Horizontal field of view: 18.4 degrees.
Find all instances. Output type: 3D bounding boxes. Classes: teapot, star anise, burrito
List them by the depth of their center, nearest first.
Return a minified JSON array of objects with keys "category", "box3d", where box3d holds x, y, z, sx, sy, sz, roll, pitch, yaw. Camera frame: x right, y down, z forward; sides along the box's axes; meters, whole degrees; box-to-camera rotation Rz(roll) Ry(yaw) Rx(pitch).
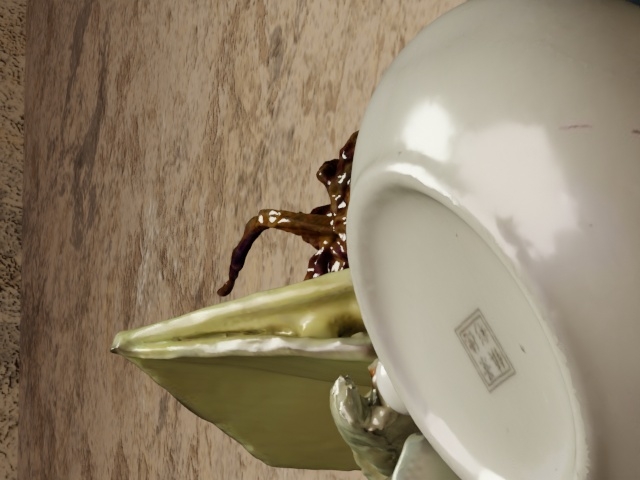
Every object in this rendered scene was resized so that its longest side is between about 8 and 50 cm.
[{"category":"teapot","box3d":[0.096,0.010,0.683,0.204,0.139,0.298,60,157,1]},{"category":"burrito","box3d":[0.047,0.096,0.876,0.045,0.058,0.188,36,168,30]},{"category":"star anise","box3d":[0.000,0.000,1.116,0.191,0.070,0.097,-42,56,51]}]

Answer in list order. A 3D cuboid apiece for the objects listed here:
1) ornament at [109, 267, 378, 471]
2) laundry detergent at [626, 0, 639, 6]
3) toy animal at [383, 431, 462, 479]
[{"category":"ornament","box3d":[-0.012,0.059,0.958,0.201,0.180,0.059,127,148,-66]},{"category":"laundry detergent","box3d":[0.144,-0.134,0.682,0.206,0.061,0.096,173,109,-73]},{"category":"toy animal","box3d":[0.034,0.173,0.703,0.266,0.308,0.188,31,97,48]}]
